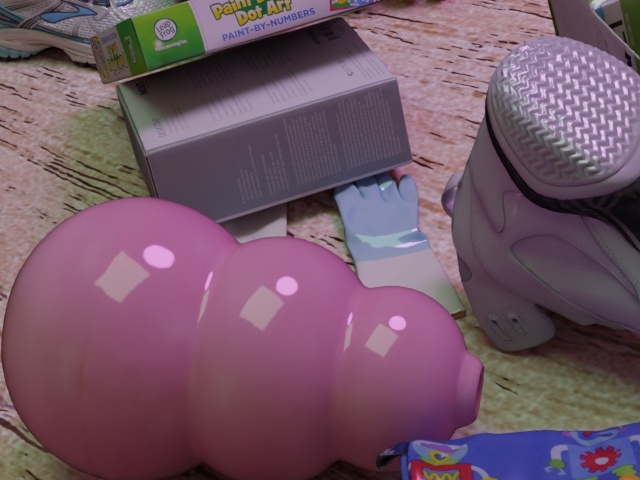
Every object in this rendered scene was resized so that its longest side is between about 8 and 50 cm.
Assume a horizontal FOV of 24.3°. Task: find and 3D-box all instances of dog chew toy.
[{"bbox_3d":[-0.051,0.082,1.056,0.332,0.206,0.206,7,40,12],"label":"dog chew toy"}]

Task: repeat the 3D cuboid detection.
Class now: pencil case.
[{"bbox_3d":[0.194,0.165,0.935,0.306,0.119,0.133,-9,26,3],"label":"pencil case"}]

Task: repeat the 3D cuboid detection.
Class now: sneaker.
[{"bbox_3d":[-0.269,-0.265,1.620,0.283,0.122,0.110,1,39,16],"label":"sneaker"},{"bbox_3d":[0.242,0.030,1.093,0.366,0.210,0.137,43,57,8],"label":"sneaker"}]

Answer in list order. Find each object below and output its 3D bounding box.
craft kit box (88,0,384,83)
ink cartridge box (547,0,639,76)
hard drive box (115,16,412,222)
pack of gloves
[{"bbox_3d":[-0.080,-0.210,1.407,0.247,0.061,0.250,-22,9,-15],"label":"craft kit box"},{"bbox_3d":[0.284,-0.135,1.237,0.097,0.189,0.255,-24,38,-2],"label":"ink cartridge box"},{"bbox_3d":[-0.056,-0.109,1.369,0.232,0.089,0.181,-17,29,-7],"label":"hard drive box"},{"bbox_3d":[0.000,0.000,1.265,0.195,0.046,0.232,-14,37,-2],"label":"pack of gloves"}]
